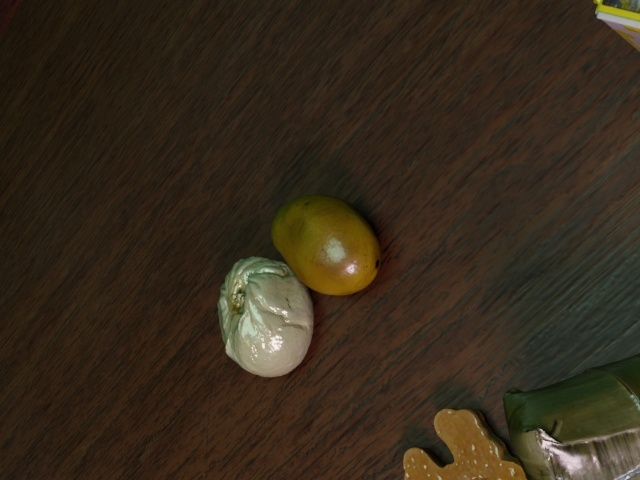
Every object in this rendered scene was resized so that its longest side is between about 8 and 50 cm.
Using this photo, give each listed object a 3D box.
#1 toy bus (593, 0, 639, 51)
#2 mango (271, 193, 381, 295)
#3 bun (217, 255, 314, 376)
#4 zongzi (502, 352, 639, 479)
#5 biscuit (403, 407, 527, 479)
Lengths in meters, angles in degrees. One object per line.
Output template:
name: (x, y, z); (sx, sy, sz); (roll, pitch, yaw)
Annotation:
toy bus: (0.364, -0.219, 0.807); (0.081, 0.226, 0.074); (34, 105, 40)
mango: (0.000, 0.000, 1.157); (0.228, 0.099, 0.136); (29, 104, 51)
bun: (-0.093, 0.112, 1.191); (0.164, 0.111, 0.188); (-17, 71, 40)
zongzi: (0.340, 0.242, 0.790); (0.251, 0.125, 0.274); (-20, 105, 8)
biscuit: (0.198, 0.309, 0.931); (0.236, 0.040, 0.144); (46, 116, 37)
